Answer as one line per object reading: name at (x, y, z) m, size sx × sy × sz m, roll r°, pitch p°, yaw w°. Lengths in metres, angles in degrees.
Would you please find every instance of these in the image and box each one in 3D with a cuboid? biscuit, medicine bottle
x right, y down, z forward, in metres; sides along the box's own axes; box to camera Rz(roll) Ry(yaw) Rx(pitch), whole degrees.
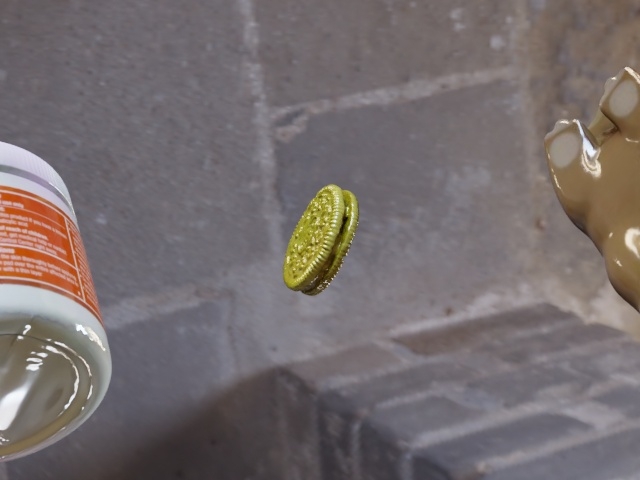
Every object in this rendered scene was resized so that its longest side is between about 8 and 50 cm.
biscuit at (0.000, 0.000, 1.079) m, size 0.023 × 0.084 × 0.084 m, roll 23°, pitch 88°, yaw -18°
medicine bottle at (-0.351, 0.066, 1.470) m, size 0.253 × 0.240 × 0.252 m, roll -12°, pitch 141°, yaw -10°

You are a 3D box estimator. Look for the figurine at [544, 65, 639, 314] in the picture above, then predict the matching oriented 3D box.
figurine at (0.306, -0.034, 1.229) m, size 0.173 × 0.247 × 0.177 m, roll 19°, pitch 111°, yaw -36°
